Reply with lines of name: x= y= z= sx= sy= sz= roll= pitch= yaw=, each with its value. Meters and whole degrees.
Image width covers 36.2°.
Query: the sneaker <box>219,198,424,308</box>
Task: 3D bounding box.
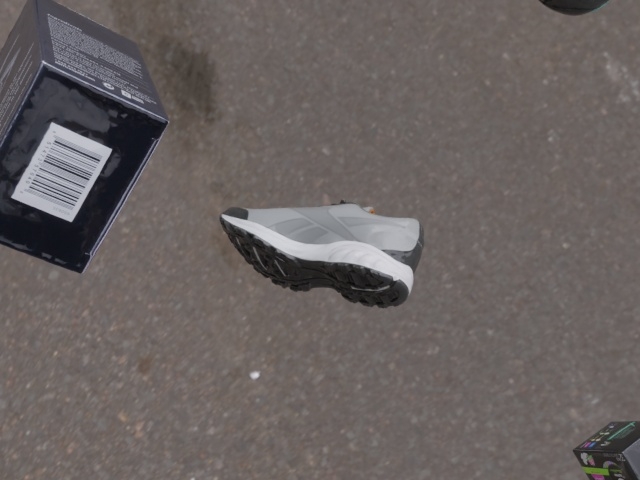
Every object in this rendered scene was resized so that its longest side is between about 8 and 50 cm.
sneaker: x=0.000 y=0.000 z=1.161 sx=0.271 sy=0.100 sz=0.108 roll=13 pitch=59 yaw=29

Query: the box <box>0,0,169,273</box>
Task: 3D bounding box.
box: x=-0.221 y=-0.096 z=0.820 sx=0.108 sy=0.153 sz=0.207 roll=24 pitch=20 yaw=-28

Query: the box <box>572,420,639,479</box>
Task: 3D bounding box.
box: x=0.273 y=0.196 z=0.857 sx=0.052 sy=0.083 sz=0.062 roll=-30 pitch=88 yaw=-19

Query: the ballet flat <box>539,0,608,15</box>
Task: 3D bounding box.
ballet flat: x=0.245 y=-0.271 z=0.671 sx=0.096 sy=0.280 sz=0.095 roll=18 pitch=34 yaw=-41
